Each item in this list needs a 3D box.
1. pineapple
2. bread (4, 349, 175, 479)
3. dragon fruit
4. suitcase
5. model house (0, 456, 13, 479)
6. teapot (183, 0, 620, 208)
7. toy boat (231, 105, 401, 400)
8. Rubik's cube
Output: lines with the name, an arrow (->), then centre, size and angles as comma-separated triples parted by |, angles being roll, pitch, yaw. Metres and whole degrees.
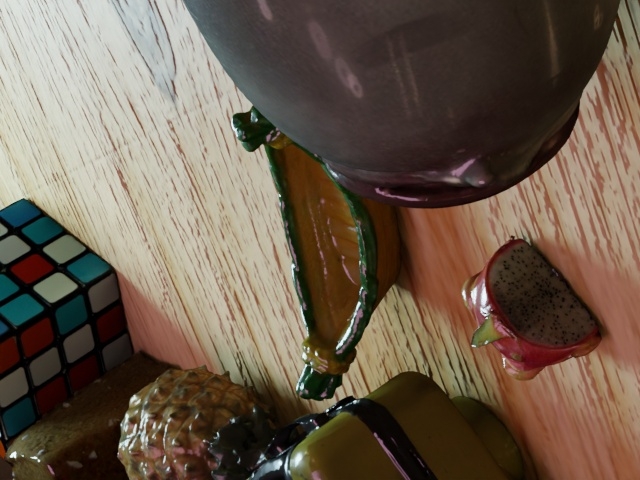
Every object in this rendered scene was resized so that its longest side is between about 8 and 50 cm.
pineapple -> -0.051, 0.178, 1.518 | 0.248, 0.128, 0.128 | 14, 131, 48
bread -> -0.142, 0.321, 1.770 | 0.113, 0.165, 0.417 | 14, 130, 53
dragon fruit -> 0.118, 0.048, 1.142 | 0.083, 0.060, 0.056 | 51, 150, 9
suitcase -> 0.065, 0.209, 1.313 | 0.235, 0.143, 0.194 | 55, 154, 4
model house -> -0.291, 0.256, 1.864 | 0.204, 0.243, 0.211 | 36, 146, 37
teapot -> 0.023, -0.181, 0.916 | 0.315, 0.233, 0.312 | -107, 0, -53
toy boat -> 0.000, 0.000, 1.260 | 0.089, 0.088, 0.229 | 25, 138, 47
Rubik's cube -> -0.279, 0.082, 1.763 | 0.154, 0.151, 0.155 | 35, 146, 37
